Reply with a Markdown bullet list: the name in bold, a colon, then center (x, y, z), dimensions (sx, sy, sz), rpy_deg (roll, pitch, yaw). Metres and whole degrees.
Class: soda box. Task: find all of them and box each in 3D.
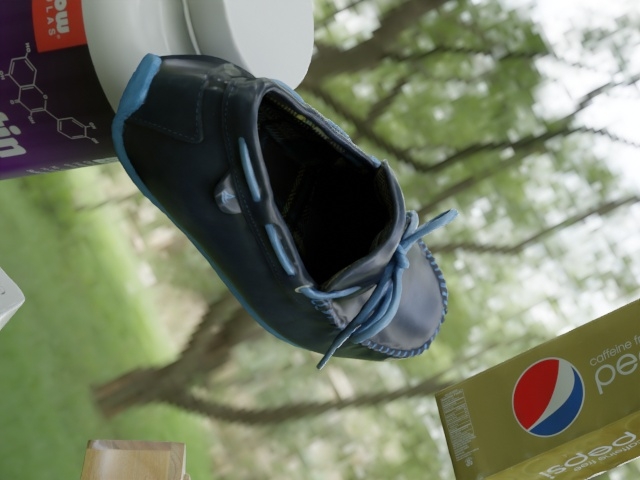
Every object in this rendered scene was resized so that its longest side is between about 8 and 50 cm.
- **soda box**: center (0.152, 0.075, 0.924), dimensions (0.061, 0.181, 0.058), rpy_deg (28, 42, -50)

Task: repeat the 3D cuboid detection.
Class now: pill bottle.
- **pill bottle**: center (-0.176, -0.140, 1.276), dimensions (0.181, 0.323, 0.181), rpy_deg (25, 62, -59)

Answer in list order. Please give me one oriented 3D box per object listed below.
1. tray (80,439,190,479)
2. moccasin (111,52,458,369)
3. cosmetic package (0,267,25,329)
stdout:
- **tray**: center (-0.127, 0.362, 1.210), dimensions (0.203, 0.076, 0.411), rpy_deg (-95, -174, -68)
- **moccasin**: center (0.000, 0.000, 1.173), dimensions (0.117, 0.137, 0.342), rpy_deg (6, -18, 36)
- **cosmetic package**: center (-0.358, 0.063, 1.380), dimensions (0.151, 0.184, 0.151), rpy_deg (48, -50, 4)
